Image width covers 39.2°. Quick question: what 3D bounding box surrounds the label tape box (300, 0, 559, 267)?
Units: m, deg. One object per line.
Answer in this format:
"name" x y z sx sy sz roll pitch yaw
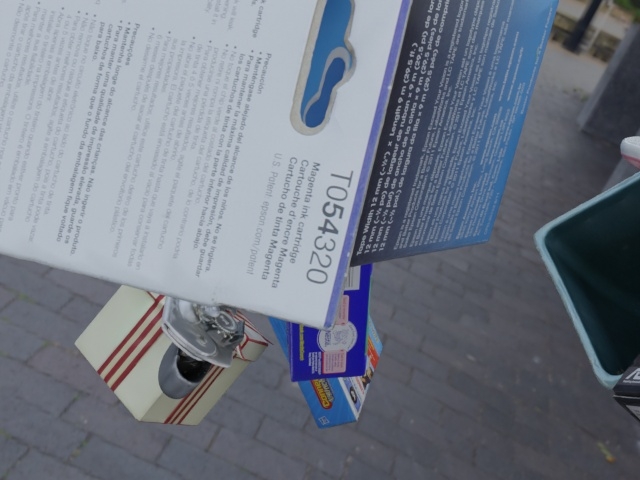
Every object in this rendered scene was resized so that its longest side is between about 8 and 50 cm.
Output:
"label tape box" 0.048 -0.114 0.745 0.115 0.249 0.347 26 21 36

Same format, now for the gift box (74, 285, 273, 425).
"gift box" -0.257 0.199 1.730 0.276 0.258 0.255 41 5 21

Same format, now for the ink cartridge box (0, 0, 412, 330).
"ink cartridge box" -0.112 -0.135 0.579 0.329 0.324 0.071 14 0 3

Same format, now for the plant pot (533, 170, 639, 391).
"plant pot" 0.471 0.075 1.160 0.252 0.247 0.247 37 29 -44

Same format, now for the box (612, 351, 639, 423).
"box" 0.468 0.048 0.761 0.097 0.318 0.395 42 -16 -7

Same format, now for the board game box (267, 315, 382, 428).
"board game box" 0.011 0.169 1.827 0.308 0.086 0.302 67 20 -15

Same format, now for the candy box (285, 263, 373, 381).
"candy box" 0.000 0.000 1.324 0.122 0.268 0.317 -4 45 -5

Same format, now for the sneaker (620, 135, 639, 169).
"sneaker" 0.300 -0.035 0.724 0.134 0.070 0.051 23 29 27

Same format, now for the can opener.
"can opener" -0.122 0.039 0.881 0.076 0.095 0.283 35 22 -21
